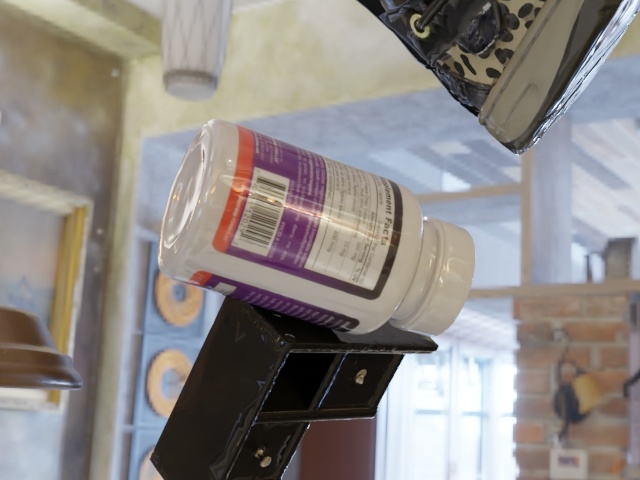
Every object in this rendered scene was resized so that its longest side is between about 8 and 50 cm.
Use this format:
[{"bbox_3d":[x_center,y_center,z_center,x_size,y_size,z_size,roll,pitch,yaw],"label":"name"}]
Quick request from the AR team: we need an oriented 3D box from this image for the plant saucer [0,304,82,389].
[{"bbox_3d":[-0.253,0.047,0.531,0.277,0.041,0.278,3,-9,1],"label":"plant saucer"}]

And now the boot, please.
[{"bbox_3d":[0.050,-0.160,0.379,0.178,0.085,0.236,36,-42,14],"label":"boot"}]

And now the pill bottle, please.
[{"bbox_3d":[0.000,0.000,0.734,0.193,0.108,0.108,19,-17,-19],"label":"pill bottle"}]

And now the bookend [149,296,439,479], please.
[{"bbox_3d":[-0.019,0.118,0.816,0.156,0.157,0.072,7,27,-45],"label":"bookend"}]
